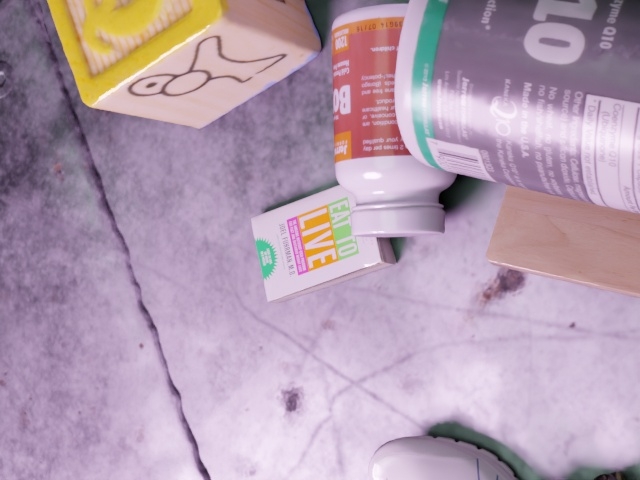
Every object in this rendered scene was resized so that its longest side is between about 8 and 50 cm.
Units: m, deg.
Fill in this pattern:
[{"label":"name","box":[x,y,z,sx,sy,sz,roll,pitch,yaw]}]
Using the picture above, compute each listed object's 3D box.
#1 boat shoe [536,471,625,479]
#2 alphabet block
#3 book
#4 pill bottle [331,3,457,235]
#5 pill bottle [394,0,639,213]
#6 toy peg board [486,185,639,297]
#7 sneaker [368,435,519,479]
[{"label":"boat shoe","box":[0.268,0.235,1.080,0.152,0.056,0.049,9,88,19]},{"label":"alphabet block","box":[-0.146,-0.248,1.236,0.192,0.197,0.193,-29,75,24]},{"label":"book","box":[0.000,0.000,1.245,0.144,0.035,0.096,-21,75,28]},{"label":"pill bottle","box":[0.073,-0.113,1.155,0.121,0.121,0.216,-3,86,28]},{"label":"pill bottle","box":[0.260,-0.125,0.958,0.361,0.204,0.204,15,95,28]},{"label":"toy peg board","box":[0.259,-0.030,1.090,0.161,0.079,0.160,13,79,28]},{"label":"sneaker","box":[0.157,0.285,1.093,0.297,0.129,0.111,36,107,26]}]
